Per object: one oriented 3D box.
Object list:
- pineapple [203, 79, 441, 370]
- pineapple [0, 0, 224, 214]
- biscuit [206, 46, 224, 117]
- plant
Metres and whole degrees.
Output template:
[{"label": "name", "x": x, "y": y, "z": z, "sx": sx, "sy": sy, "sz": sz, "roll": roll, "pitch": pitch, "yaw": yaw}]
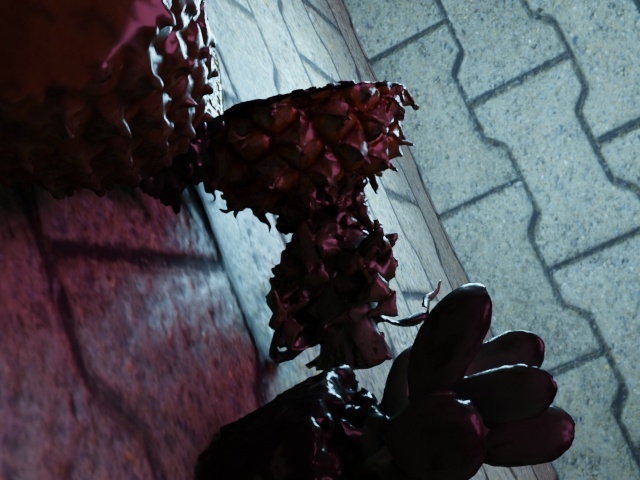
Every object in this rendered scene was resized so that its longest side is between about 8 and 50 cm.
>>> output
[{"label": "pineapple", "x": 0.000, "y": 0.000, "z": 0.875, "sx": 0.262, "sy": 0.262, "sz": 0.272, "roll": -5, "pitch": 81, "yaw": -73}, {"label": "pineapple", "x": -0.161, "y": -0.109, "z": 0.605, "sx": 0.362, "sy": 0.202, "sz": 0.202, "roll": 76, "pitch": -8, "yaw": -76}, {"label": "biscuit", "x": -0.186, "y": -0.248, "z": 0.960, "sx": 0.254, "sy": 0.029, "sz": 0.172, "roll": 48, "pitch": 23, "yaw": -43}, {"label": "plant", "x": 0.051, "y": 0.153, "z": 0.649, "sx": 0.146, "sy": 0.274, "sz": 0.149, "roll": 52, "pitch": 18, "yaw": -17}]
